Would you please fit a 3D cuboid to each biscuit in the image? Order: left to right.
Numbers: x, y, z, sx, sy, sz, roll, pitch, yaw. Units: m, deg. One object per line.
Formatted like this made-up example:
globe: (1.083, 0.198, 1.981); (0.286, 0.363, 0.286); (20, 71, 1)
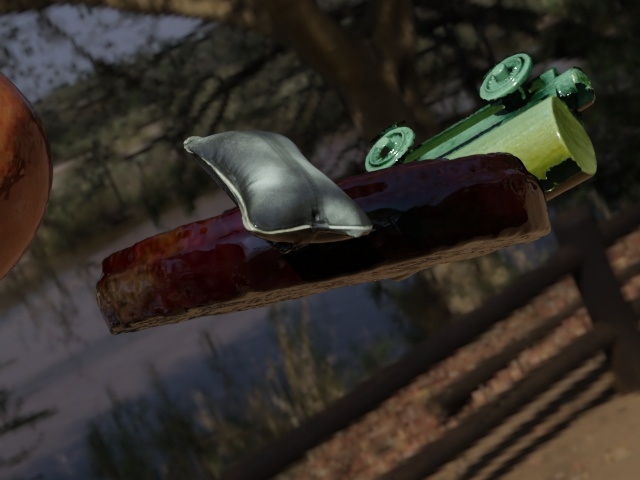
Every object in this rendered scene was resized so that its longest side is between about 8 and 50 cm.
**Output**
biscuit: (0.000, 0.000, 1.305); (0.407, 0.091, 0.407); (-13, -2, -1)

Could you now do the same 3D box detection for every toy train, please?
toy train: (0.156, -0.080, 1.571); (0.307, 0.126, 0.189); (-30, 22, 27)

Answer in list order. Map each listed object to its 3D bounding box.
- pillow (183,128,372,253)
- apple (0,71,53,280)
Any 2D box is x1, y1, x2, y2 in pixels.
pillow: (-0.031, -0.039, 1.011); (0.091, 0.055, 0.136); (-22, 42, -14)
apple: (-0.488, -0.063, 1.558); (0.363, 0.364, 0.364); (-23, 7, 3)
